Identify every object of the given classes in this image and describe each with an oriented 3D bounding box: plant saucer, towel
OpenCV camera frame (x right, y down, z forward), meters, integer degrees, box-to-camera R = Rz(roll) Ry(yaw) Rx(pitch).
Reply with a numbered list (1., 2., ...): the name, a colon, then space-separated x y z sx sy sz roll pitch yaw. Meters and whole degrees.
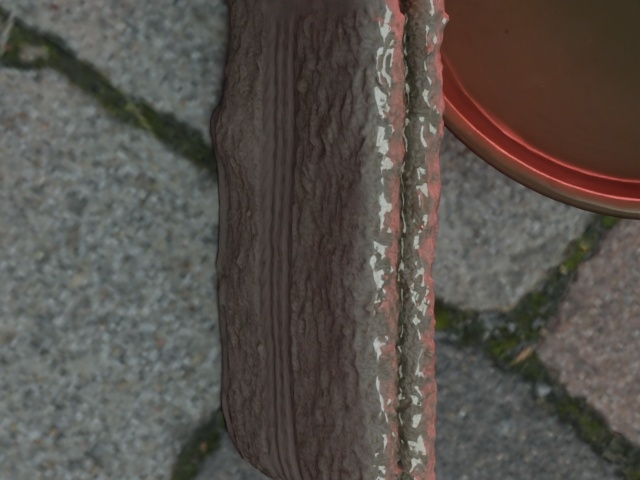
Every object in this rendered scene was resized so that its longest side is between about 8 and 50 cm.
1. plant saucer: 0.165 -0.142 0.940 0.278 0.041 0.277 0 78 2
2. towel: 0.000 0.000 0.898 0.049 0.187 0.282 -5 103 -22
